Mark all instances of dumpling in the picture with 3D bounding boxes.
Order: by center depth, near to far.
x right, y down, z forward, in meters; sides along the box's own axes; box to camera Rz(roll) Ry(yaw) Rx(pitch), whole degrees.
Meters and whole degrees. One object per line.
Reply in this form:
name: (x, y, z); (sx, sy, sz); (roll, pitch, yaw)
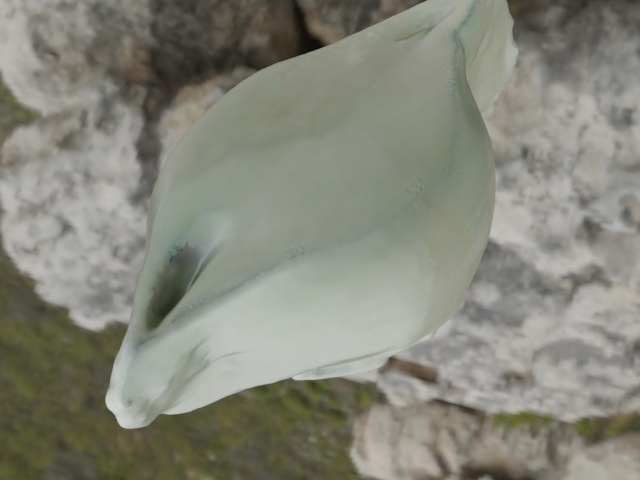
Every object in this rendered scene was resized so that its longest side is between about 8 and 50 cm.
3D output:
dumpling: (0.000, 0.000, 0.527); (0.124, 0.229, 0.151); (42, 155, 20)
